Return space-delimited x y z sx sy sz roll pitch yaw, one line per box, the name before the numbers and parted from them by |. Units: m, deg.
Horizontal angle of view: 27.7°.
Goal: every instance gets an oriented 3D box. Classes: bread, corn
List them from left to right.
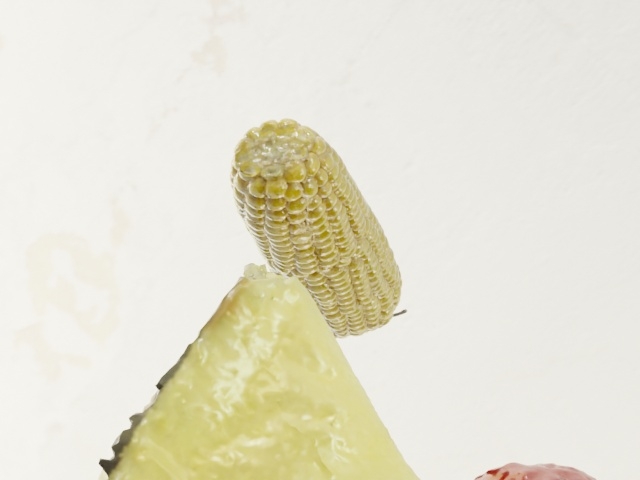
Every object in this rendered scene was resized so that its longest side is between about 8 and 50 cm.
bread | -0.089 0.169 0.765 0.198 0.236 0.263 57 -20 28
corn | 0.000 0.000 1.067 0.106 0.106 0.305 38 -10 24

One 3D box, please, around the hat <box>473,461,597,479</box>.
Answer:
hat | 0.226 0.242 0.768 0.332 0.274 0.242 44 -69 -5
